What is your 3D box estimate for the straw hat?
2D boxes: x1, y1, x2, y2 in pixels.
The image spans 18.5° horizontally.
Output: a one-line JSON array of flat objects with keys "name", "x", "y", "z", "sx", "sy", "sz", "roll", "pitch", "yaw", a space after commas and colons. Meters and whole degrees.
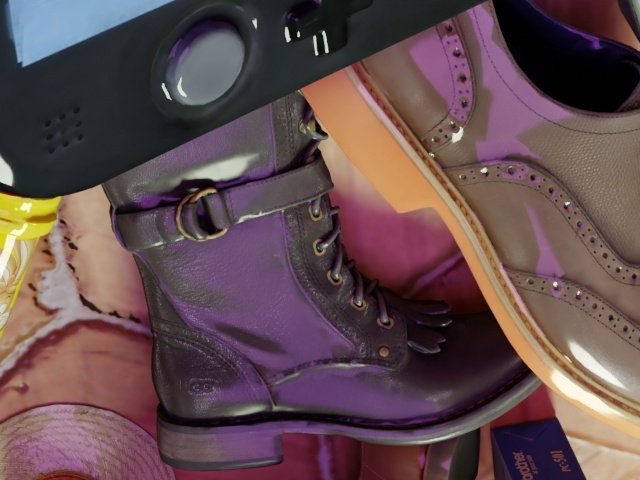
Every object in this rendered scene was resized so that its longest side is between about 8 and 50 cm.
[{"name": "straw hat", "x": -0.147, "y": 0.173, "z": 1.160, "sx": 0.144, "sy": 0.061, "sz": 0.144, "roll": -3, "pitch": 116, "yaw": -6}]

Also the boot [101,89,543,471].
[{"name": "boot", "x": 0.000, "y": 0.000, "z": 1.087, "sx": 0.263, "sy": 0.091, "sz": 0.229, "roll": -12, "pitch": 108, "yaw": -10}]

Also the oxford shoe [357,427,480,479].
[{"name": "oxford shoe", "x": 0.048, "y": 0.186, "z": 1.201, "sx": 0.076, "sy": 0.076, "sz": 0.212, "roll": 14, "pitch": 119, "yaw": 19}]

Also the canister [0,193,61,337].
[{"name": "canister", "x": -0.225, "y": 0.022, "z": 1.071, "sx": 0.126, "sy": 0.073, "sz": 0.170, "roll": 17, "pitch": 113, "yaw": -15}]

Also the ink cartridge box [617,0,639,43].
[{"name": "ink cartridge box", "x": 0.271, "y": -0.231, "z": 0.988, "sx": 0.289, "sy": 0.121, "sz": 0.211, "roll": -19, "pitch": 116, "yaw": 4}]

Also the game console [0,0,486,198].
[{"name": "game console", "x": -0.022, "y": -0.218, "z": 0.774, "sx": 0.342, "sy": 0.060, "sz": 0.386, "roll": -24, "pitch": 136, "yaw": -24}]

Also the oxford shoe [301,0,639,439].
[{"name": "oxford shoe", "x": 0.145, "y": -0.019, "z": 1.055, "sx": 0.133, "sy": 0.130, "sz": 0.364, "roll": -33, "pitch": 117, "yaw": 27}]

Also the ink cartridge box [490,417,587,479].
[{"name": "ink cartridge box", "x": 0.141, "y": 0.223, "z": 1.203, "sx": 0.046, "sy": 0.097, "sz": 0.207, "roll": -9, "pitch": 116, "yaw": -4}]
